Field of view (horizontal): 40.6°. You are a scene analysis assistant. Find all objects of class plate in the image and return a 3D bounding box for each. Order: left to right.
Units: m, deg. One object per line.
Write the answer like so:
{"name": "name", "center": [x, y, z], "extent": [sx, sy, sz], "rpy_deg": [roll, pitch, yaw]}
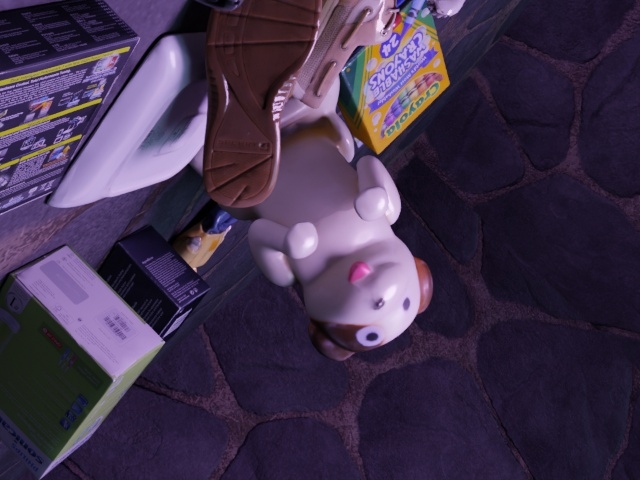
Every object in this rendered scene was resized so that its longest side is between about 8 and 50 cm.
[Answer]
{"name": "plate", "center": [-0.194, -0.153, 1.123], "extent": [0.277, 0.045, 0.278], "rpy_deg": [-47, 174, 25]}

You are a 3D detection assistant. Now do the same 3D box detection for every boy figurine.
{"name": "boy figurine", "center": [-0.237, 0.007, 1.759], "extent": [0.285, 0.092, 0.177], "rpy_deg": [-50, 176, 12]}

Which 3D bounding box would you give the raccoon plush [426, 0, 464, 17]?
{"name": "raccoon plush", "center": [0.275, -0.507, 1.270], "extent": [0.446, 0.216, 0.299], "rpy_deg": [-40, 180, -44]}

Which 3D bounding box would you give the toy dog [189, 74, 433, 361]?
{"name": "toy dog", "center": [0.000, 0.000, 1.442], "extent": [0.284, 0.408, 0.395], "rpy_deg": [-28, 162, -18]}

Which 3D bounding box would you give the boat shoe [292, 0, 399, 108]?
{"name": "boat shoe", "center": [0.056, -0.327, 1.203], "extent": [0.341, 0.110, 0.122], "rpy_deg": [-45, -163, 36]}

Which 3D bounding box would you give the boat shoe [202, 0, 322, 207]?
{"name": "boat shoe", "center": [-0.079, -0.212, 1.029], "extent": [0.123, 0.123, 0.342], "rpy_deg": [-103, -160, -57]}

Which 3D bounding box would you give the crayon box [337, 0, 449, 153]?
{"name": "crayon box", "center": [0.125, -0.299, 1.575], "extent": [0.203, 0.083, 0.323], "rpy_deg": [-45, 151, -7]}

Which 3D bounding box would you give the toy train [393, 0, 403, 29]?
{"name": "toy train", "center": [0.130, -0.416, 1.366], "extent": [0.248, 0.105, 0.143], "rpy_deg": [-44, -175, -10]}

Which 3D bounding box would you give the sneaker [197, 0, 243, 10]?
{"name": "sneaker", "center": [-0.094, -0.294, 0.703], "extent": [0.267, 0.101, 0.106], "rpy_deg": [105, 9, -78]}

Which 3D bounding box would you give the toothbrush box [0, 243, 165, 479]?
{"name": "toothbrush box", "center": [-0.391, 0.180, 1.263], "extent": [0.283, 0.206, 0.122], "rpy_deg": [-50, 174, 33]}

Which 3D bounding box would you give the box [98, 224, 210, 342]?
{"name": "box", "center": [-0.300, 0.088, 1.500], "extent": [0.156, 0.158, 0.093], "rpy_deg": [-49, 173, 37]}

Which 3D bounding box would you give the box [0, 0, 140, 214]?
{"name": "box", "center": [-0.297, -0.090, 0.731], "extent": [0.216, 0.060, 0.270], "rpy_deg": [-50, 173, 35]}
